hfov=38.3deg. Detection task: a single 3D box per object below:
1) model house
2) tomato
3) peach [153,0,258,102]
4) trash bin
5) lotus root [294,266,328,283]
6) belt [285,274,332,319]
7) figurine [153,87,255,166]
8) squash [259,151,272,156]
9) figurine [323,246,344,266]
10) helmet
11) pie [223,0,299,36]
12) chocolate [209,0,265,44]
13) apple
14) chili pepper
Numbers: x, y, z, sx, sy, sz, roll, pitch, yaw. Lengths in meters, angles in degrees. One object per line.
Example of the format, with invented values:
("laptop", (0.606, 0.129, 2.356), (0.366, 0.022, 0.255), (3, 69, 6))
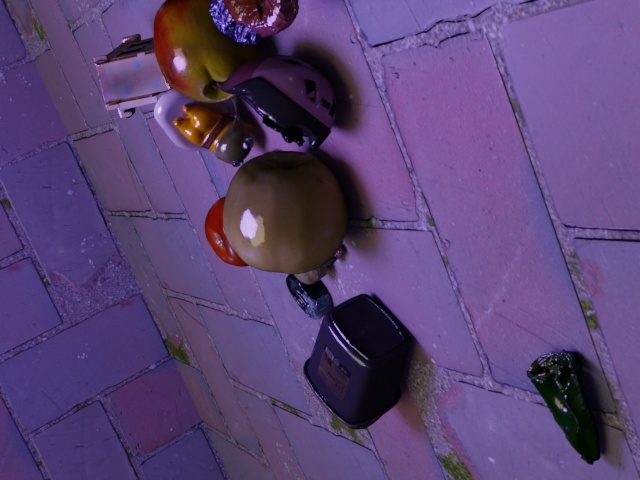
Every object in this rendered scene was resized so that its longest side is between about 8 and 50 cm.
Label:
("model house", (-0.370, -0.408, 2.179), (0.326, 0.244, 0.169), (-86, -21, -69))
("tomato", (-0.206, -0.026, 2.332), (0.195, 0.136, 0.195), (41, 148, 34))
("peach", (-0.239, -0.400, 1.896), (0.231, 0.231, 0.231), (45, 151, 33))
("trash bin", (0.080, 0.276, 2.043), (0.209, 0.182, 0.290), (49, 148, 28))
("lotus root", (-0.051, 0.015, 2.124), (0.183, 0.090, 0.077), (62, -176, 4))
("belt", (-0.030, 0.131, 2.245), (0.140, 0.058, 0.105), (47, 156, 28))
("figurine", (-0.251, -0.241, 2.088), (0.166, 0.250, 0.141), (-53, 52, 21))
("squash", (-0.134, -0.171, 2.138), (0.052, 0.052, 0.183), (63, 158, -3))
("figurine", (0.000, 0.000, 2.058), (0.054, 0.072, 0.129), (16, -143, -58))
("helmet", (-0.067, -0.281, 1.764), (0.198, 0.154, 0.253), (31, -167, -43))
("pie", (-0.106, -0.436, 1.569), (0.182, 0.049, 0.182), (27, 131, 35))
("chocolate", (-0.094, -0.477, 1.655), (0.343, 0.126, 0.148), (151, 130, -63))
("apple", (-0.077, -0.056, 1.900), (0.262, 0.262, 0.262), (45, 151, 33))
("chili pepper", (0.412, 0.277, 1.522), (0.108, 0.062, 0.216), (19, 133, 65))
